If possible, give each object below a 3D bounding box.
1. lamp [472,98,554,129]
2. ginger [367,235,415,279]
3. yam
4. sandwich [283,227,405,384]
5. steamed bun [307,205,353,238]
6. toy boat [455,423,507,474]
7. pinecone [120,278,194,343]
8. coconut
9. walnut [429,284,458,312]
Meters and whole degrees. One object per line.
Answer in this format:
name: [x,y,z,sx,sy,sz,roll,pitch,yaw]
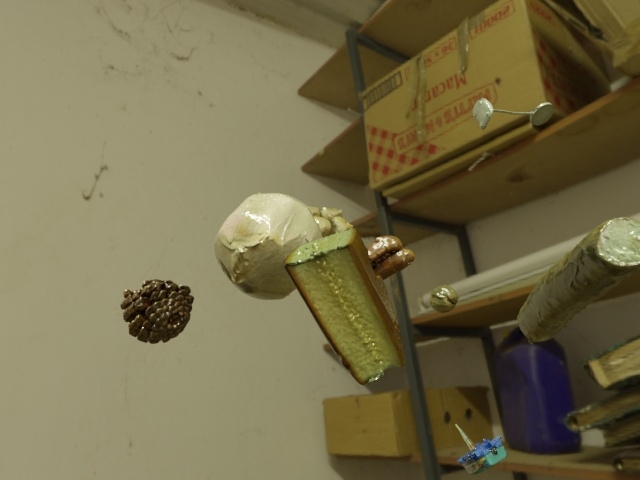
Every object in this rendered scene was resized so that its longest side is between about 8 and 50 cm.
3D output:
lamp: [0.382,-0.240,0.982,0.198,0.056,0.050,-4,-43,-24]
ginger: [0.150,0.051,1.291,0.162,0.103,0.073,-35,7,20]
yam: [0.356,0.070,0.729,0.083,0.083,0.372,-8,-26,3]
sandwich: [0.047,0.105,0.837,0.122,0.236,0.128,-24,10,14]
steamed bun: [0.000,0.000,1.334,0.192,0.106,0.177,5,-35,-26]
toy boat: [0.337,0.457,1.129,0.091,0.110,0.175,-20,-29,-19]
pinecone: [-0.463,0.196,1.437,0.184,0.180,0.204,1,6,-38]
coconut: [-0.113,0.020,1.103,0.226,0.231,0.227,13,-45,13]
walnut: [0.366,0.174,1.510,0.091,0.092,0.092,-6,-22,-3]
